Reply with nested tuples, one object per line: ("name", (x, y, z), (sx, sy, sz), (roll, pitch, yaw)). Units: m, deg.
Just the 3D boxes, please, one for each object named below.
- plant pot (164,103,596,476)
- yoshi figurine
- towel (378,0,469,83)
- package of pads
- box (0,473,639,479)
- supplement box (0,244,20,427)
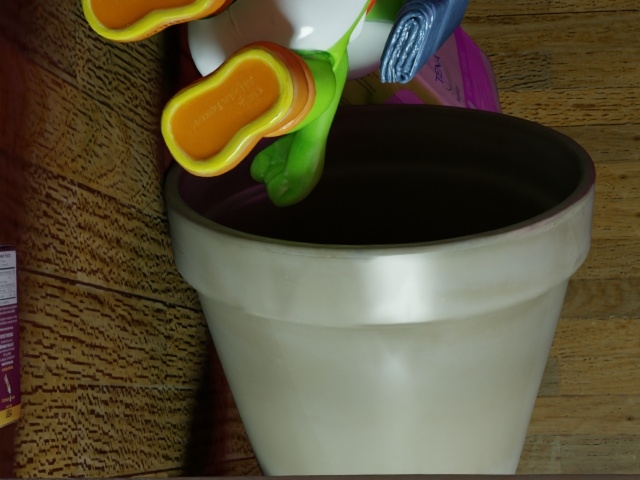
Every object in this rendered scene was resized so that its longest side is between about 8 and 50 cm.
("plant pot", (0.048, 0.074, 1.509), (0.323, 0.323, 0.280), (-71, 160, -68))
("yoshi figurine", (-0.052, -0.144, 1.395), (0.362, 0.203, 0.203), (-33, 140, -66))
("towel", (0.077, -0.161, 1.395), (0.119, 0.029, 0.067), (-49, 163, -54))
("package of pads", (0.037, -0.171, 1.706), (0.296, 0.101, 0.229), (42, 23, -23))
("box", (-0.014, 0.238, 0.928), (0.168, 0.345, 0.215), (74, 17, -63))
("supplement box", (-0.170, 0.044, 0.900), (0.043, 0.055, 0.083), (-8, 96, -82))
